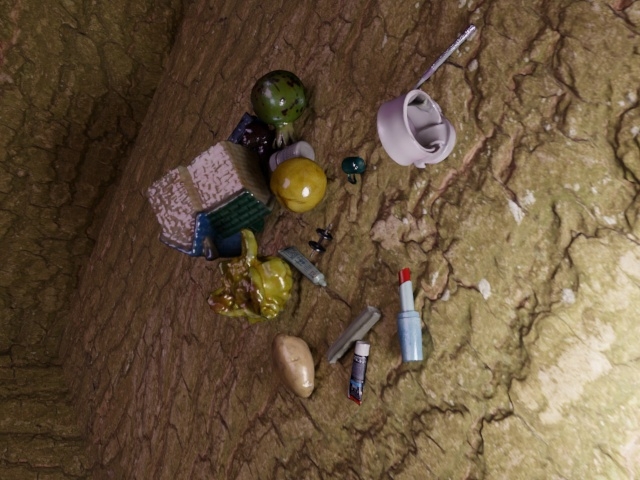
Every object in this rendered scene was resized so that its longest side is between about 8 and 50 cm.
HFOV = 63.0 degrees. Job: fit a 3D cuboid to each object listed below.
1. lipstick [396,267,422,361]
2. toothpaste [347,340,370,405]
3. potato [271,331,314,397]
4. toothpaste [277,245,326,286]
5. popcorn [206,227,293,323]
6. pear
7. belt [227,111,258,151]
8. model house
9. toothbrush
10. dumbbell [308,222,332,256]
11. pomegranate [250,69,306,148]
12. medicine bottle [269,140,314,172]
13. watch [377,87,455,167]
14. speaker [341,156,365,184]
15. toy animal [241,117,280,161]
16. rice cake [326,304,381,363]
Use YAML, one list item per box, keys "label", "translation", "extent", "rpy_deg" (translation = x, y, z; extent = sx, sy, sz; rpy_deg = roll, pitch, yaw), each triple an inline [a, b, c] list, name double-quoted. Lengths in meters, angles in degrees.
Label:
- label: "lipstick"
  translation: [0.258, 0.216, 1.541]
  extent: [0.068, 0.061, 0.274]
  rpy_deg: [-19, 66, 41]
- label: "toothpaste"
  translation: [0.119, 0.417, 1.654]
  extent: [0.071, 0.045, 0.194]
  rpy_deg: [10, 93, 56]
- label: "potato"
  translation: [-0.089, 0.425, 1.824]
  extent: [0.235, 0.128, 0.162]
  rpy_deg: [45, 128, 39]
- label: "toothpaste"
  translation: [-0.062, 0.093, 1.925]
  extent: [0.069, 0.047, 0.268]
  rpy_deg: [-42, 48, -8]
- label: "popcorn"
  translation: [-0.251, 0.147, 1.958]
  extent: [0.325, 0.290, 0.322]
  rpy_deg: [12, 78, 44]
- label: "pear"
  translation: [-0.076, -0.210, 1.928]
  extent: [0.208, 0.208, 0.209]
  rpy_deg: [-16, 68, 44]
- label: "belt"
  translation: [-0.338, -0.456, 2.335]
  extent: [0.218, 0.122, 0.128]
  rpy_deg: [-51, 45, 16]
- label: "model house"
  translation: [-0.407, -0.121, 2.181]
  extent: [0.445, 0.395, 0.400]
  rpy_deg: [-31, 72, 19]
- label: "toothbrush"
  translation: [0.357, -0.554, 1.680]
  extent: [0.354, 0.024, 0.029]
  rpy_deg: [-43, 42, 32]
- label: "dumbbell"
  translation: [0.000, 0.000, 1.878]
  extent: [0.147, 0.069, 0.069]
  rpy_deg: [-58, 45, 18]
- label: "pomegranate"
  translation: [-0.159, -0.528, 2.080]
  extent: [0.242, 0.242, 0.306]
  rpy_deg: [-30, 62, 38]
- label: "medicine bottle"
  translation: [-0.112, -0.322, 2.064]
  extent: [0.168, 0.105, 0.105]
  rpy_deg: [-15, 69, 44]
- label: "watch"
  translation: [0.264, -0.347, 1.569]
  extent: [0.196, 0.231, 0.244]
  rpy_deg: [-17, 70, 46]
- label: "speaker"
  translation: [0.111, -0.247, 1.832]
  extent: [0.075, 0.060, 0.095]
  rpy_deg: [6, 84, 49]
- label: "toy animal"
  translation: [-0.243, -0.429, 2.172]
  extent: [0.116, 0.179, 0.219]
  rpy_deg: [-31, 78, 32]
- label: "rice cake"
  translation: [0.105, 0.305, 1.687]
  extent: [0.256, 0.052, 0.057]
  rpy_deg: [-52, 13, 24]
